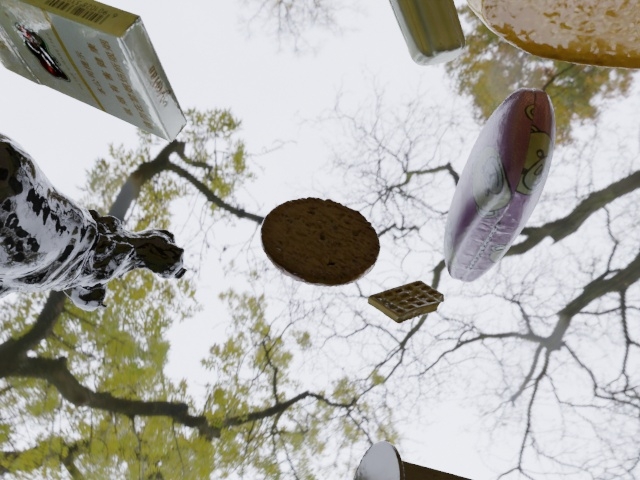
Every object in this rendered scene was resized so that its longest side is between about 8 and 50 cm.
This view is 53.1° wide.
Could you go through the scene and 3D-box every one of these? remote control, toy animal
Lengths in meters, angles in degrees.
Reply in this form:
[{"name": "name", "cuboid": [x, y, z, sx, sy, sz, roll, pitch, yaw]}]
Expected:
[{"name": "remote control", "cuboid": [0.134, -0.358, 0.889, 0.090, 0.049, 0.230, -17, -96, -18]}, {"name": "toy animal", "cuboid": [-0.277, 0.003, 0.625, 0.168, 0.343, 0.106, -34, -112, 6]}]

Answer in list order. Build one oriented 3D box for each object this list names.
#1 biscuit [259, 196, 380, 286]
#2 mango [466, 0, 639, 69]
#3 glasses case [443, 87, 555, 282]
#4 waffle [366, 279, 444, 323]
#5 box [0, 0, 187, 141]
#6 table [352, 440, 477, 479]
[{"name": "biscuit", "cuboid": [0.000, 0.001, 0.980, 0.187, 0.027, 0.188, 8, -138, -7]}, {"name": "mango", "cuboid": [0.270, -0.217, 0.423, 0.350, 0.201, 0.199, -13, -158, 19]}, {"name": "glasses case", "cuboid": [0.188, -0.045, 0.709, 0.075, 0.316, 0.123, 13, -109, 6]}, {"name": "waffle", "cuboid": [0.160, 0.109, 1.152, 0.135, 0.021, 0.092, -13, -152, -34]}, {"name": "box", "cuboid": [-0.167, -0.126, 0.415, 0.166, 0.090, 0.024, 25, -114, 21]}, {"name": "table", "cuboid": [0.174, 0.402, 0.933, 0.226, 0.167, 0.167, 19, -122, -15]}]
